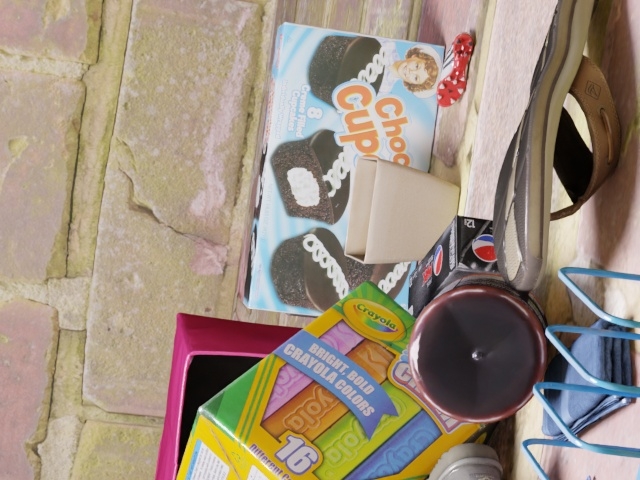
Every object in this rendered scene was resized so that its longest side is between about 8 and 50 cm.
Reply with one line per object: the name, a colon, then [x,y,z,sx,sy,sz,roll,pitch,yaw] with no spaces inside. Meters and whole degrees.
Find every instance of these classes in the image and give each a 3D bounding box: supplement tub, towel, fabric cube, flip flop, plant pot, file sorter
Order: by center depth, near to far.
file sorter: [0.190,0.111,0.911,0.118,0.104,0.170,-120,39,-72]
towel: [0.195,0.103,1.093,0.119,0.029,0.067,117,160,-65]
flip flop: [0.192,-0.088,1.137,0.112,0.080,0.277,106,-178,-61]
supplement tub: [0.129,0.081,1.185,0.198,0.106,0.106,-13,-69,-80]
plant pot: [0.088,-0.029,1.569,0.109,0.096,0.109,-157,73,-79]
fabric cube: [-0.053,0.237,1.731,0.258,0.254,0.259,-139,56,-80]

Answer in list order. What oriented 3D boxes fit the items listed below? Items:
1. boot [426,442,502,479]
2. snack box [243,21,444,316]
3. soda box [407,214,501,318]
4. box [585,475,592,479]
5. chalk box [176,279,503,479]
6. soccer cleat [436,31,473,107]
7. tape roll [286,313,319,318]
boot: [0.109,0.283,1.125,0.208,0.076,0.189,-103,19,-45]
snack box: [0.026,-0.073,1.685,0.060,0.187,0.322,-167,84,-79]
soda box: [0.131,0.033,1.400,0.169,0.060,0.053,120,156,-67]
box: [0.166,0.270,1.103,0.109,0.042,0.178,-97,17,-51]
chalk box: [0.036,0.174,1.333,0.289,0.179,0.180,-36,-23,-37]
soccer cleat: [0.142,-0.181,1.576,0.035,0.029,0.083,-86,10,-70]
tape roll: [0.000,0.000,2.091,0.219,0.072,0.219,-174,90,-80]
